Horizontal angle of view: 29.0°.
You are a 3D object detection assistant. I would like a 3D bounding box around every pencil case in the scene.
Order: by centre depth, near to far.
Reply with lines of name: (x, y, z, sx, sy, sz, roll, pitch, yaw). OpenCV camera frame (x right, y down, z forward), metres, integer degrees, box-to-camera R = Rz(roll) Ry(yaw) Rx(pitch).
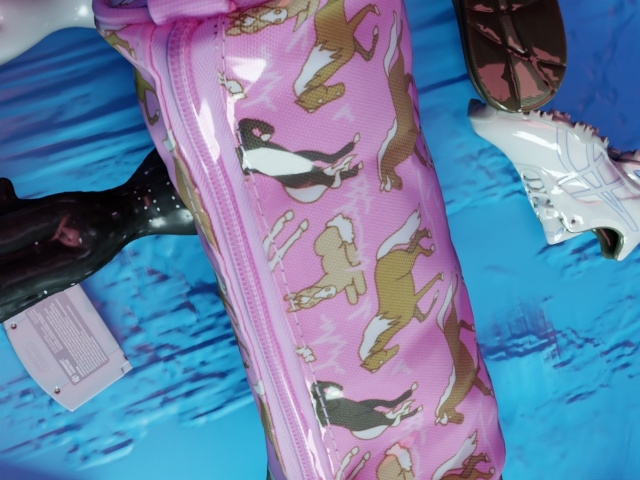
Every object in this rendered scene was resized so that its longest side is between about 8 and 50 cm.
pencil case: (0.000, 0.000, 0.689, 0.160, 0.167, 0.386, -20, 121, -9)

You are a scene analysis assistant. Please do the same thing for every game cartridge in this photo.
game cartridge: (-0.159, 0.060, 0.758, 0.056, 0.017, 0.083, -36, 107, -21)

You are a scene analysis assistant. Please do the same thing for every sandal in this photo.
sandal: (0.123, -0.190, 0.832, 0.090, 0.060, 0.219, -5, 84, -8)

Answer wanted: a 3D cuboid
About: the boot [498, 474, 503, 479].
boot: (0.071, 0.183, 0.858, 0.106, 0.037, 0.114, 38, 82, -35)

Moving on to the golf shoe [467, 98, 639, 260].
golf shoe: (0.170, -0.041, 0.870, 0.176, 0.069, 0.086, 23, 91, -23)

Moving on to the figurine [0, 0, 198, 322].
figurine: (-0.153, -0.076, 0.714, 0.209, 0.092, 0.215, -22, 99, -29)
